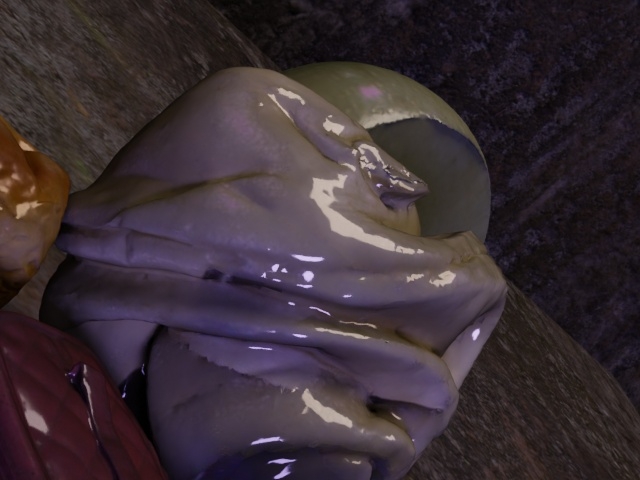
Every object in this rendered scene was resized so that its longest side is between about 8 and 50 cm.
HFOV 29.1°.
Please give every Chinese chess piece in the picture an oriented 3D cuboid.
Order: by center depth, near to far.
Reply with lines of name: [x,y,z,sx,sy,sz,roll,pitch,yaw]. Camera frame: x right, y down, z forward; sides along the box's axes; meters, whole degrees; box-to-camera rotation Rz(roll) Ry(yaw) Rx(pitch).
Chinese chess piece: [0.000,0.000,1.171,0.146,0.349,0.349,39,4,39]

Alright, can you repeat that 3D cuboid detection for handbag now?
handbag: [-0.160,0.157,0.706,0.225,0.135,0.146,57,11,33]

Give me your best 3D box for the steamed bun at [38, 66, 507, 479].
steamed bun: [-0.038,0.093,0.888,0.237,0.346,0.394,-83,169,-47]

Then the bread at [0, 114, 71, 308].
bread: [-0.301,-0.054,0.755,0.294,0.167,0.132,35,20,-44]
